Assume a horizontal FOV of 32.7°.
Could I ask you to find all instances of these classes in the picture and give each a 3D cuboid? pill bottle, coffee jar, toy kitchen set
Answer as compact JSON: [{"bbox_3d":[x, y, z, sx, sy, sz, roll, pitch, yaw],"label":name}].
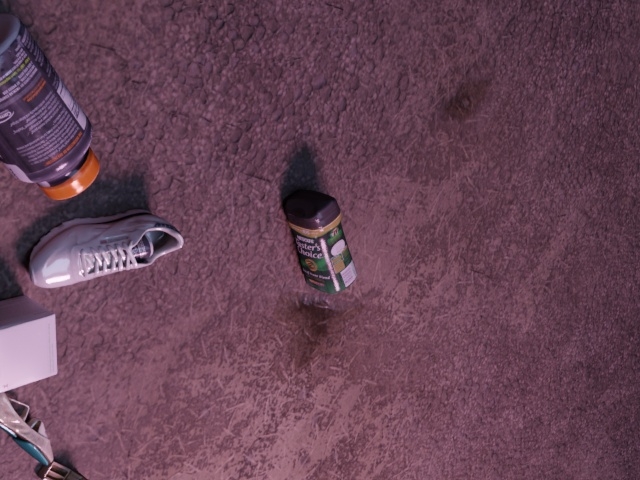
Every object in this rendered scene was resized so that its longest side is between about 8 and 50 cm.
[{"bbox_3d":[-0.387,-0.166,1.437,0.130,0.130,0.246,-47,134,-20],"label":"pill bottle"},{"bbox_3d":[0.000,0.000,1.934,0.079,0.096,0.184,-40,131,-31],"label":"coffee jar"},{"bbox_3d":[-0.398,0.399,1.708,0.068,0.083,0.075,-58,137,-11],"label":"toy kitchen set"}]

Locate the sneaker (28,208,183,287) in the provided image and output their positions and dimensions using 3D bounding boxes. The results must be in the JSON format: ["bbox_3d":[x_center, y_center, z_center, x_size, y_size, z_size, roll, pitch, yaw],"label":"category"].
[{"bbox_3d":[-0.318,0.014,1.616,0.235,0.094,0.090,-24,125,-35],"label":"sneaker"}]

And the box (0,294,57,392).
[{"bbox_3d":[-0.440,0.146,1.551,0.102,0.087,0.101,-16,118,-41],"label":"box"}]

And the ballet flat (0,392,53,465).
[{"bbox_3d":[-0.443,0.278,1.633,0.052,0.057,0.168,-58,139,-24],"label":"ballet flat"}]
